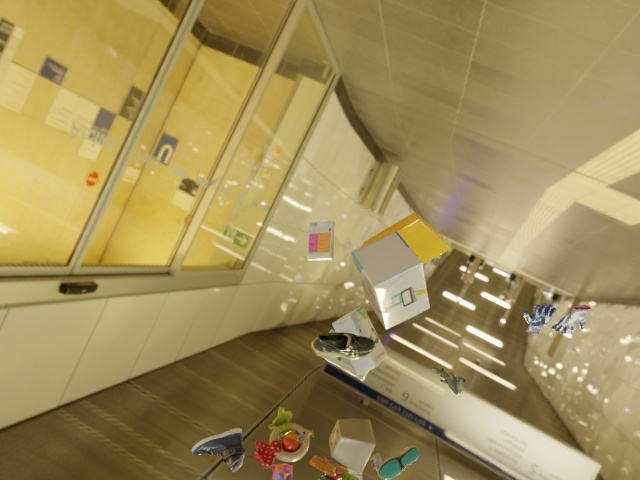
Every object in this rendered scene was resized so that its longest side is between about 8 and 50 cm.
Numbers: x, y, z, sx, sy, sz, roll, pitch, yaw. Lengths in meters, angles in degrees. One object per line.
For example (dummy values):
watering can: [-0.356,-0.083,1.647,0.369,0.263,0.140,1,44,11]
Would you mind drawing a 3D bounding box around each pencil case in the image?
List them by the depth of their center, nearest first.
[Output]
pencil case: [-0.173,1.093,2.163,0.105,0.236,0.104,3,151,1]

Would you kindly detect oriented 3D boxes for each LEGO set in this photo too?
LEGO set: [-0.065,0.776,1.979,0.023,0.083,0.054,41,-173,-39]

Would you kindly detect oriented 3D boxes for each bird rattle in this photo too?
bird rattle: [-0.151,0.818,2.044,0.207,0.143,0.253,12,-151,12]

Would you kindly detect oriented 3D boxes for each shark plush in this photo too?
shark plush: [0.510,0.553,2.003,0.067,0.073,0.161,-13,-137,-30]

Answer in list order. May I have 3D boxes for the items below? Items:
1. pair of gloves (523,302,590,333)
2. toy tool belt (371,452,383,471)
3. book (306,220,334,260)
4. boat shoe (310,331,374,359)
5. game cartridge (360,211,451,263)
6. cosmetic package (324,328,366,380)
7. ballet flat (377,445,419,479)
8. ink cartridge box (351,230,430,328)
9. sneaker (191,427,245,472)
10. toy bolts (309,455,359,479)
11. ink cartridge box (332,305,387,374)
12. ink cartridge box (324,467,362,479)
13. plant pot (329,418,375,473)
pair of gloves: [0.723,0.242,1.547,0.198,0.023,0.159,4,137,5]
toy tool belt: [0.248,0.977,2.183,0.052,0.051,0.083,9,-139,-32]
book: [0.000,0.000,1.832,0.096,0.144,0.035,-2,161,19]
boat shoe: [0.083,0.339,1.636,0.224,0.073,0.080,5,-132,-19]
game cartridge: [0.359,0.026,2.111,0.324,0.285,0.052,34,-147,-45]
cosmetic package: [0.119,0.506,2.220,0.231,0.117,0.085,24,151,20]
ballet flat: [0.237,0.694,1.559,0.168,0.057,0.052,-13,171,-31]
ink cartridge box: [0.266,0.152,1.877,0.198,0.197,0.270,-121,8,-46]
sneaker: [-0.432,0.917,2.135,0.086,0.226,0.163,76,173,-51]
toy bolts: [0.021,0.881,1.784,0.218,0.158,0.228,30,164,-5]
ink cartridge box: [0.154,0.385,1.933,0.219,0.093,0.160,63,-156,6]
ink cartridge box: [0.096,1.238,2.510,0.172,0.237,0.100,9,-138,-12]
plant pot: [0.083,0.568,1.411,0.096,0.109,0.109,19,-164,-11]
